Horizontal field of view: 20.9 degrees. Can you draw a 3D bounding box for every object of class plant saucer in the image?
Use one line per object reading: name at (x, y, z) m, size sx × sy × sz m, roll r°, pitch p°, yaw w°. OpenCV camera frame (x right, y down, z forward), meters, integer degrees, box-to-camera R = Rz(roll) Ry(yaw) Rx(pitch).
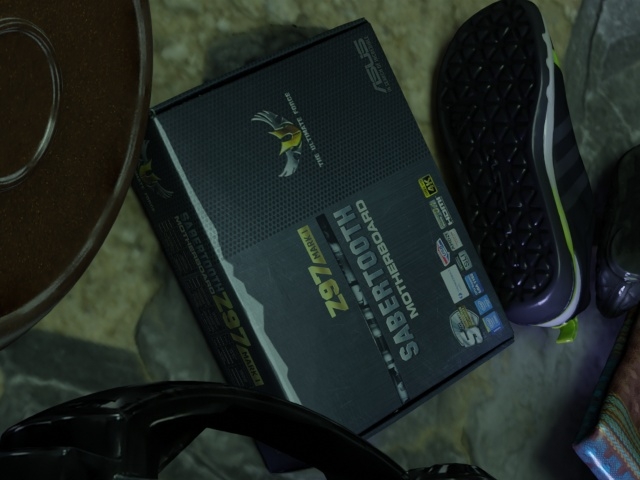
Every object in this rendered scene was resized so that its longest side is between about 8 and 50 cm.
plant saucer at (-0.172, -0.070, 0.863) m, size 0.310 × 0.050 × 0.311 m, roll -32°, pitch 129°, yaw -53°

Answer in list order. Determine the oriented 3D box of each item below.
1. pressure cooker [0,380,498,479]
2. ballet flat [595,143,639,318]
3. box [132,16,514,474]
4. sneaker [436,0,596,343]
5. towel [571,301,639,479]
pressure cooker at (-0.030, 0.276, 0.761) m, size 0.375 × 0.370 × 0.421 m, roll 6°, pitch 68°, yaw -4°
ballet flat at (0.222, -0.014, 1.232) m, size 0.057 × 0.049 × 0.173 m, roll 28°, pitch 43°, yaw 2°
box at (0.000, 0.000, 1.065) m, size 0.183 × 0.059 × 0.233 m, roll -27°, pitch 93°, yaw -36°
sneaker at (0.139, -0.046, 1.183) m, size 0.097 × 0.084 × 0.235 m, roll 17°, pitch 67°, yaw -57°
towel at (0.336, 0.183, 1.234) m, size 0.370 × 0.040 × 0.271 m, roll 48°, pitch 42°, yaw -15°
